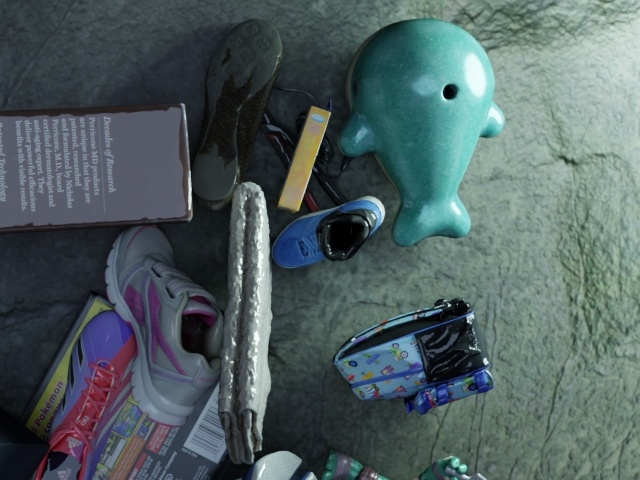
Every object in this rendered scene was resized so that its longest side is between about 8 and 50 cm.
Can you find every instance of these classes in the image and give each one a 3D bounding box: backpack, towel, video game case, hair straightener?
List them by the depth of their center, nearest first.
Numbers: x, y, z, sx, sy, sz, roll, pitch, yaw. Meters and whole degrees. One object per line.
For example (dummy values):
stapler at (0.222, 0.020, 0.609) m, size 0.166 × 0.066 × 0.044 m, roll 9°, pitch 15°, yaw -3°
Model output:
towel at (-0.079, 0.095, 1.400) m, size 0.049 × 0.187 × 0.282 m, roll 2°, pitch 65°, yaw 0°
backpack at (0.106, 0.147, 1.497) m, size 0.173 × 0.158 × 0.117 m, roll -19°, pitch 89°, yaw -4°
video game case at (-0.234, 0.238, 1.516) m, size 0.248 × 0.035 × 0.275 m, roll 29°, pitch 90°, yaw -9°
hair straightener at (0.000, -0.097, 1.531) m, size 0.089 × 0.047 × 0.230 m, roll -32°, pitch 93°, yaw -5°

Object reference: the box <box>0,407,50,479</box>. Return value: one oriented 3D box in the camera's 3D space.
box at (-0.532, 0.276, 1.352) m, size 0.312 × 0.179 × 0.343 m, roll 33°, pitch 88°, yaw 16°

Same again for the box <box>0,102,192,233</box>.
box at (-0.338, -0.078, 1.405) m, size 0.381 × 0.191 × 0.143 m, roll -2°, pitch 93°, yaw -8°

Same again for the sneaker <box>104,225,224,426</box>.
sneaker at (-0.165, 0.081, 1.437) m, size 0.111 × 0.103 × 0.252 m, roll -35°, pitch 60°, yaw 28°

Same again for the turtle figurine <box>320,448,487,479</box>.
turtle figurine at (0.108, 0.339, 1.530) m, size 0.234 × 0.118 × 0.175 m, roll 15°, pitch 84°, yaw 4°

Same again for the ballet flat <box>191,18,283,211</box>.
ballet flat at (-0.099, -0.147, 1.484) m, size 0.084 × 0.058 × 0.250 m, roll 7°, pitch 69°, yaw 11°

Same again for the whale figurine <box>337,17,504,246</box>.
whale figurine at (0.130, -0.127, 1.488) m, size 0.216 × 0.141 × 0.272 m, roll -8°, pitch 98°, yaw -18°

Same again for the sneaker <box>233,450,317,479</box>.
sneaker at (-0.046, 0.402, 1.487) m, size 0.127 × 0.182 × 0.316 m, roll -37°, pitch 102°, yaw -49°

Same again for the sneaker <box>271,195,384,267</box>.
sneaker at (0.000, -0.001, 1.471) m, size 0.152 × 0.084 × 0.058 m, roll -22°, pitch 101°, yaw 21°

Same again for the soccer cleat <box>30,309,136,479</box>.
soccer cleat at (-0.272, 0.202, 1.442) m, size 0.083 × 0.095 × 0.248 m, roll 22°, pitch 91°, yaw -9°

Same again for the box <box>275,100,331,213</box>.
box at (-0.019, -0.100, 1.464) m, size 0.028 × 0.081 × 0.136 m, roll 17°, pitch 87°, yaw -4°
